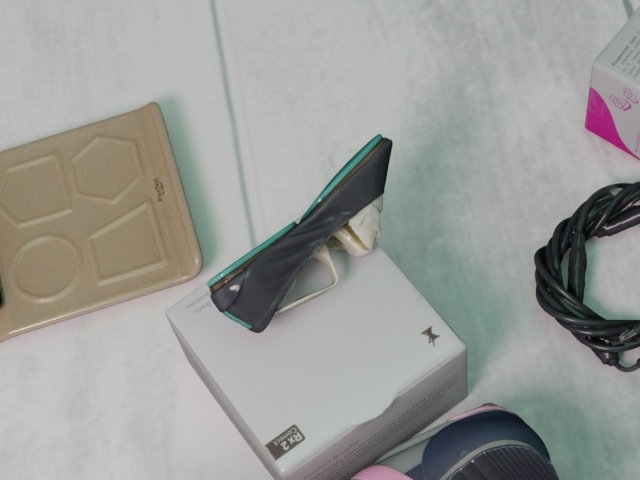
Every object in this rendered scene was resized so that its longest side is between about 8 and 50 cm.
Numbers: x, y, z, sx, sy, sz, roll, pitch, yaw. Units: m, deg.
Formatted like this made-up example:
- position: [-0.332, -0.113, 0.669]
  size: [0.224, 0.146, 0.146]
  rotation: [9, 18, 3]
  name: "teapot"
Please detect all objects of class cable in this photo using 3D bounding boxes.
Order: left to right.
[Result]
- position: [0.277, 0.019, 1.197]
  size: [0.184, 0.047, 0.150]
  rotation: [-44, 62, -11]
  name: "cable"

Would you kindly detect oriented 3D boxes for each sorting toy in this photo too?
- position: [-0.224, -0.017, 1.277]
  size: [0.208, 0.038, 0.193]
  rotation: [-20, 63, 2]
  name: "sorting toy"

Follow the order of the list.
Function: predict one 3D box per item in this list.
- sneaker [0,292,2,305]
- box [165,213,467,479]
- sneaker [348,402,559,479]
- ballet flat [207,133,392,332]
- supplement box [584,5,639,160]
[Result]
- position: [-0.343, 0.032, 1.243]
  size: [0.089, 0.051, 0.170]
  rotation: [-29, 64, 16]
  name: "sneaker"
- position: [-0.001, 0.095, 1.144]
  size: [0.181, 0.119, 0.182]
  rotation: [-34, 65, -11]
  name: "box"
- position: [0.039, 0.238, 1.091]
  size: [0.319, 0.131, 0.112]
  rotation: [-28, 107, 7]
  name: "sneaker"
- position: [0.000, 0.000, 1.093]
  size: [0.074, 0.074, 0.203]
  rotation: [38, 66, 22]
  name: "ballet flat"
- position: [0.355, -0.110, 1.210]
  size: [0.220, 0.111, 0.114]
  rotation: [33, 71, 20]
  name: "supplement box"
